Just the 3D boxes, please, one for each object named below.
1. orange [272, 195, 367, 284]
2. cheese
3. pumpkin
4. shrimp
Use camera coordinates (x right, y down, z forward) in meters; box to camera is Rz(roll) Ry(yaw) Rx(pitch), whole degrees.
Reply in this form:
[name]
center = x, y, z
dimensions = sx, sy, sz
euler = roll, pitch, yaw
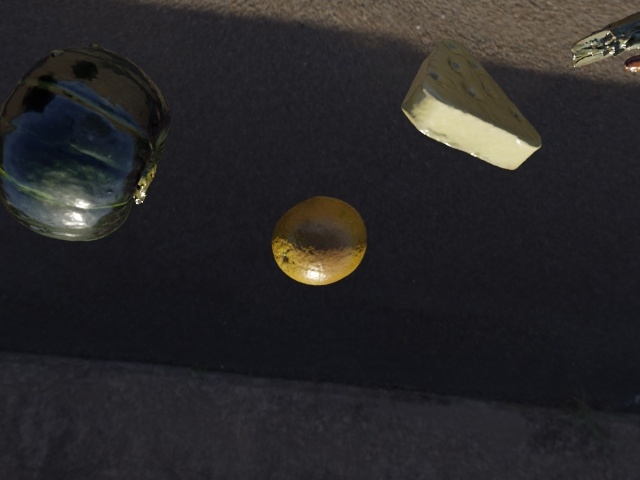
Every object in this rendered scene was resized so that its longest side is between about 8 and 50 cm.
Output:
[orange]
center = 0.000, 0.000, 1.573
dimensions = 0.236, 0.236, 0.236
euler = -1, 120, -1
[cheese]
center = 0.350, -0.366, 1.631
dimensions = 0.384, 0.384, 0.104
euler = 29, 131, -17
[pumpkin]
center = -0.391, -0.159, 1.077
dimensions = 0.241, 0.323, 0.323
euler = 22, 117, -8
[shrimp]
center = 0.552, -0.326, 1.074
dimensions = 0.253, 0.173, 0.058
euler = -18, 133, 19
